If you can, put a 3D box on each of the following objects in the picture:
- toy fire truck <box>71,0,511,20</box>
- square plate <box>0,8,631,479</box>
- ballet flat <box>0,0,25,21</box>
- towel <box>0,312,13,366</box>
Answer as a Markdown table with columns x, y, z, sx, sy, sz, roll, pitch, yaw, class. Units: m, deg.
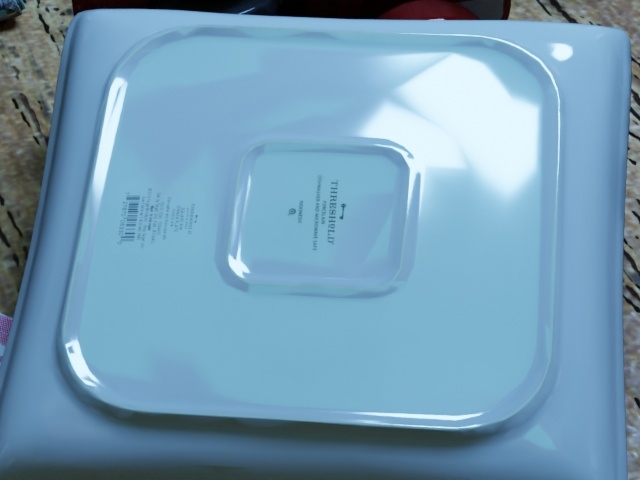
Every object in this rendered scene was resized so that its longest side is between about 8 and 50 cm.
| x | y | z | sx | sy | sz | roll | pitch | yaw | class |
| --- | --- | --- | --- | --- | --- | --- | --- | --- | --- |
| -0.014 | -0.197 | 1.282 | 0.302 | 0.253 | 0.169 | -9 | 37 | -9 | toy fire truck |
| 0.000 | 0.000 | 1.099 | 0.344 | 0.049 | 0.347 | 3 | 57 | 5 | square plate |
| -0.252 | -0.198 | 1.481 | 0.041 | 0.041 | 0.114 | -13 | 37 | -13 | ballet flat |
| -0.262 | 0.082 | 1.113 | 0.144 | 0.029 | 0.197 | 26 | 45 | 34 | towel |
